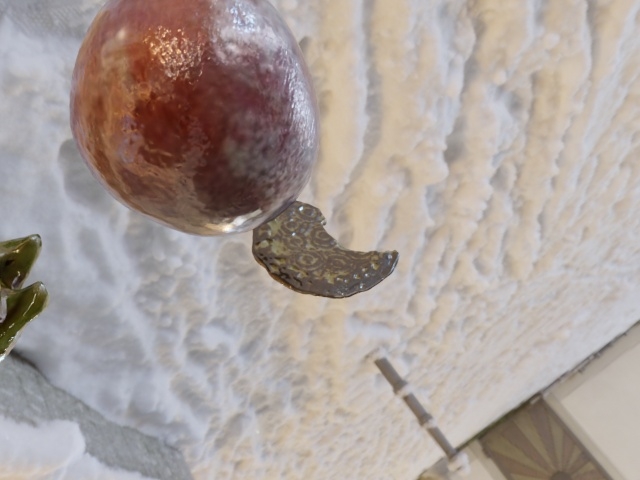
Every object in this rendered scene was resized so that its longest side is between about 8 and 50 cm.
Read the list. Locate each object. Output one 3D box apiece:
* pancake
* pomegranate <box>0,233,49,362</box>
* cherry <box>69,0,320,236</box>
[{"bbox_3d":[0.000,0.000,0.821,0.184,0.190,0.020,-12,144,-15],"label":"pancake"},{"bbox_3d":[-0.266,0.099,0.331,0.302,0.236,0.236,-33,149,4],"label":"pomegranate"},{"bbox_3d":[-0.116,-0.114,0.598,0.236,0.213,0.285,4,153,-13],"label":"cherry"}]
